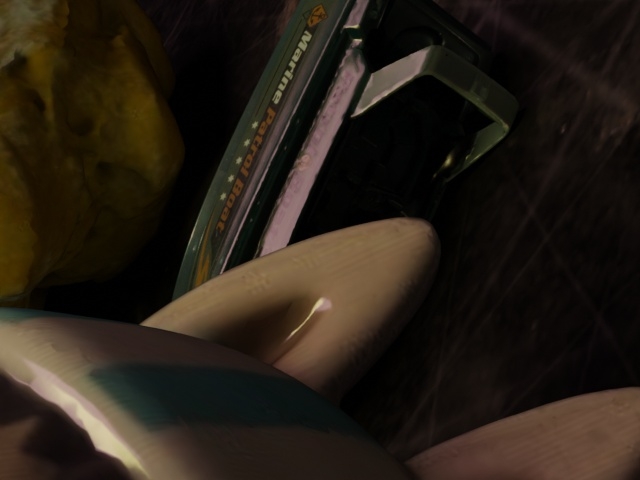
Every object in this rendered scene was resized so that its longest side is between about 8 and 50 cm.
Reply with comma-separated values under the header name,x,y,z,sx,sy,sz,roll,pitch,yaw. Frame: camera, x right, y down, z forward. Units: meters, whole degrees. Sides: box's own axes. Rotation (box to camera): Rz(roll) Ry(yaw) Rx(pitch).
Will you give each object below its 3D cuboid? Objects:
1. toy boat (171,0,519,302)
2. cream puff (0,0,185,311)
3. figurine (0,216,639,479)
name,x,y,z,sx,sy,sz,roll,pitch,yaw
toy boat,0.000,0.000,0.815,0.103,0.093,0.246,16,78,46
cream puff,-0.218,-0.041,1.170,0.323,0.274,0.270,-119,22,-45
figurine,-0.032,0.177,0.567,0.377,0.361,0.266,-29,25,-7
